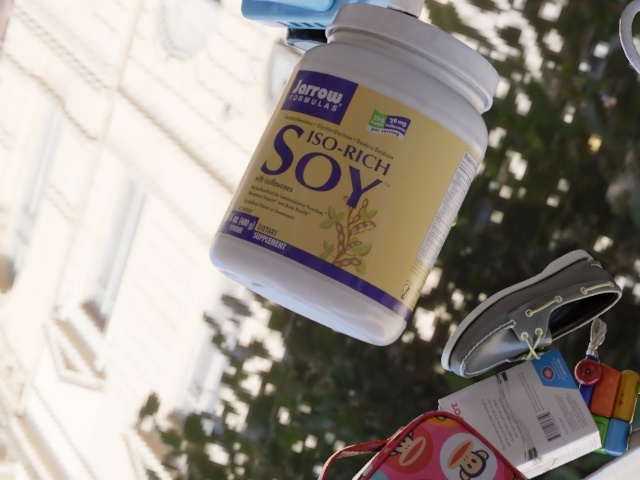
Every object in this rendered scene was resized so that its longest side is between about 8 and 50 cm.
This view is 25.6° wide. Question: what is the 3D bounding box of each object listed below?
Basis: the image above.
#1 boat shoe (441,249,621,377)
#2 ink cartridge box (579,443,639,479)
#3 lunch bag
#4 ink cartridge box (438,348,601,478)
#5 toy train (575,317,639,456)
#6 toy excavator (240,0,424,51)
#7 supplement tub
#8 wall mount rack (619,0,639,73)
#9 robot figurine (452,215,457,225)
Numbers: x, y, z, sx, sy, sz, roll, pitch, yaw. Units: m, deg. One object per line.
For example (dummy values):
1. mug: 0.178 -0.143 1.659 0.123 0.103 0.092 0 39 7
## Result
1. boat shoe: 0.316 0.120 2.094 0.305 0.109 0.091 -30 -128 -23
2. ink cartridge box: 0.190 0.316 1.226 0.091 0.308 0.385 55 174 46
3. lunch bag: 0.095 0.336 1.531 0.258 0.293 0.120 44 160 9
4. ink cartridge box: 0.299 0.277 2.126 0.086 0.203 0.148 62 -175 -61
5. toy train: 0.482 0.224 2.235 0.143 0.248 0.105 11 167 22
6. toy excavator: -0.106 -0.418 1.982 0.445 0.222 0.433 14 179 -41
7. supplement tub: 0.044 -0.074 1.592 0.241 0.331 0.241 24 174 3
8. wall mount rack: 0.501 -0.154 1.570 0.350 0.304 0.130 22 152 -21
9. robot figurine: 0.175 -0.038 2.293 0.101 0.067 0.115 3 -174 20
